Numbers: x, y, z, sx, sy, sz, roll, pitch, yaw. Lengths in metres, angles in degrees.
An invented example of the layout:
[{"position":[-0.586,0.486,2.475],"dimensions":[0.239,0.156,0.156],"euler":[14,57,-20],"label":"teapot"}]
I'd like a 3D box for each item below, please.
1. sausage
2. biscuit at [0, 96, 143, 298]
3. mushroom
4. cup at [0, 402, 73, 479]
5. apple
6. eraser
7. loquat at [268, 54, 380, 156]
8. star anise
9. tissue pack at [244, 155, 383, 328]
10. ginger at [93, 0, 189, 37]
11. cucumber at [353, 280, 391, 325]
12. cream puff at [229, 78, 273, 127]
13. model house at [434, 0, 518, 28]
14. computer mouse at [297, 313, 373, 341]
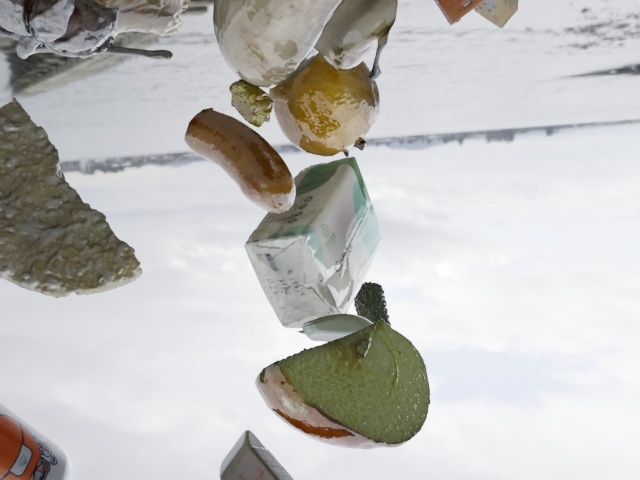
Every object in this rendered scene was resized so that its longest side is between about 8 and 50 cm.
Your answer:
[{"position":[-0.137,-0.144,1.235],"dimensions":[0.109,0.108,0.270],"euler":[-12,-136,-41],"label":"sausage"},{"position":[-0.306,-0.028,0.713],"dimensions":[0.133,0.250,0.032],"euler":[-35,169,-19],"label":"biscuit"},{"position":[0.004,-0.381,1.087],"dimensions":[0.295,0.362,0.362],"euler":[40,-172,-4],"label":"mushroom"},{"position":[-0.632,0.418,1.279],"dimensions":[0.212,0.317,0.212],"euler":[-26,-146,19],"label":"cup"},{"position":[0.038,0.238,1.131],"dimensions":[0.254,0.179,0.346],"euler":[8,-170,34],"label":"apple"},{"position":[-0.054,0.433,1.067],"dimensions":[0.352,0.089,0.061],"euler":[38,-176,39],"label":"eraser"},{"position":[0.011,-0.288,1.412],"dimensions":[0.239,0.238,0.193],"euler":[-5,-152,-3],"label":"loquat"},{"position":[-0.486,-0.393,1.241],"dimensions":[0.360,0.139,0.316],"euler":[11,-179,8],"label":"star anise"},{"position":[0.001,0.000,1.627],"dimensions":[0.194,0.266,0.356],"euler":[-6,-147,28],"label":"tissue pack"},{"position":[-0.419,-0.512,1.504],"dimensions":[0.221,0.130,0.276],"euler":[-43,153,29],"label":"ginger"},{"position":[0.152,0.253,1.820],"dimensions":[0.096,0.096,0.359],"euler":[-5,-142,-3],"label":"cucumber"},{"position":[-0.113,-0.234,1.148],"dimensions":[0.083,0.083,0.058],"euler":[26,-132,33],"label":"cream puff"},{"position":[0.248,-0.463,1.254],"dimensions":[0.136,0.219,0.207],"euler":[-35,-173,-10],"label":"model house"},{"position":[0.041,0.185,1.454],"dimensions":[0.182,0.056,0.089],"euler":[3,151,-6],"label":"computer mouse"}]
